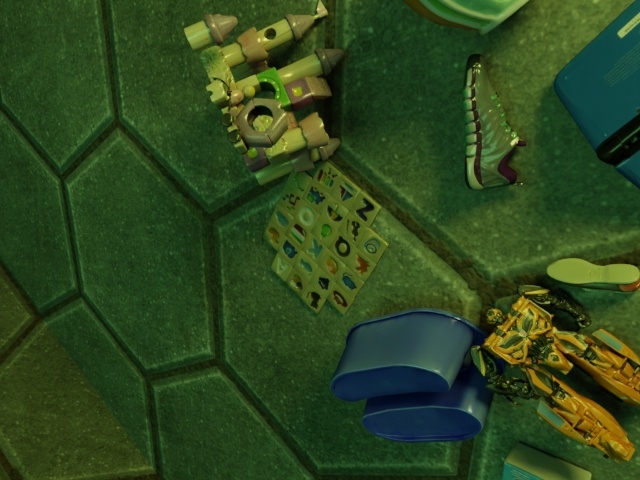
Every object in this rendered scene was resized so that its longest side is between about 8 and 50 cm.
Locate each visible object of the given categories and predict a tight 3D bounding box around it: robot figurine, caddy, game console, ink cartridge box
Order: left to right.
[{"bbox_3d":[0.186,0.255,1.050,0.341,0.179,0.241,-22,114,41],"label":"caddy"},{"bbox_3d":[0.417,0.506,1.013,0.140,0.082,0.190,16,117,35],"label":"ink cartridge box"},{"bbox_3d":[0.396,0.205,0.868,0.291,0.085,0.211,38,88,14],"label":"robot figurine"},{"bbox_3d":[0.515,-0.211,0.701,0.293,0.174,0.250,-46,45,39],"label":"game console"}]

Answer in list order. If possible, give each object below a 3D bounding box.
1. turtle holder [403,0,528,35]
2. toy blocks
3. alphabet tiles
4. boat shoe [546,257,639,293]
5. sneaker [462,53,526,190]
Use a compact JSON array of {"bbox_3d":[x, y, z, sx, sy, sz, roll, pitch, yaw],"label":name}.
[{"bbox_3d":[0.241,-0.440,0.733,0.320,0.243,0.227,-39,96,2],"label":"turtle holder"},{"bbox_3d":[-0.064,-0.295,1.000,0.260,0.309,0.288,-23,81,0],"label":"toy blocks"},{"bbox_3d":[0.000,0.000,1.213,0.285,0.011,0.342,42,128,19],"label":"alphabet tiles"},{"bbox_3d":[0.438,0.060,0.855,0.137,0.049,0.043,2,147,38],"label":"boat shoe"},{"bbox_3d":[0.287,-0.194,0.877,0.098,0.083,0.223,-1,111,18],"label":"sneaker"}]
